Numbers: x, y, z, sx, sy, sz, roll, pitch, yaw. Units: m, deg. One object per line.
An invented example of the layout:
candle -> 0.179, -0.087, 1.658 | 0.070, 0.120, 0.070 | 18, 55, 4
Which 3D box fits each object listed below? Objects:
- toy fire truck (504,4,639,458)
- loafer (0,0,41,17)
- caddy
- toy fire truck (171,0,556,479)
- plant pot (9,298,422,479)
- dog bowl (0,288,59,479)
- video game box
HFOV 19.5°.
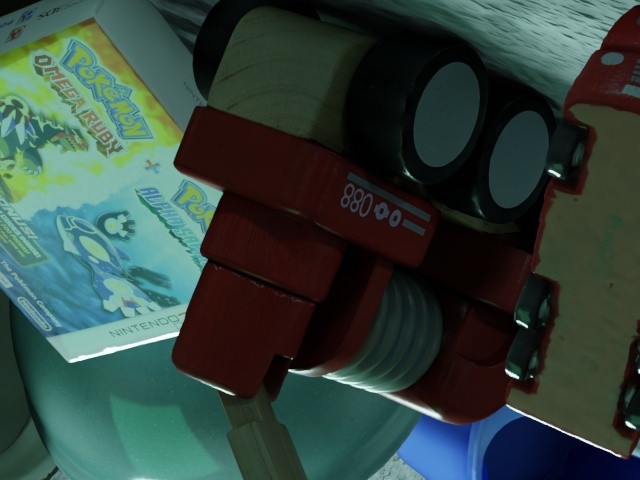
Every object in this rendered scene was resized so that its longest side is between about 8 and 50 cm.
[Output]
toy fire truck -> 0.106, -0.009, 0.581 | 0.047, 0.135, 0.192 | 22, 139, 16
loafer -> -0.195, -0.138, 1.034 | 0.078, 0.080, 0.220 | -19, 162, 11
caddy -> 0.221, 0.146, 1.584 | 0.341, 0.241, 0.179 | 23, -178, -45
toy fire truck -> 0.024, 0.046, 0.800 | 0.158, 0.246, 0.217 | 21, 178, 37
plant pot -> -0.074, 0.013, 1.203 | 0.293, 0.293, 0.196 | 21, 151, 23
dog bowl -> -0.351, 0.032, 1.267 | 0.408, 0.150, 0.408 | 44, -154, -28
video game box -> -0.120, -0.030, 0.988 | 0.187, 0.048, 0.205 | -17, 125, 33
